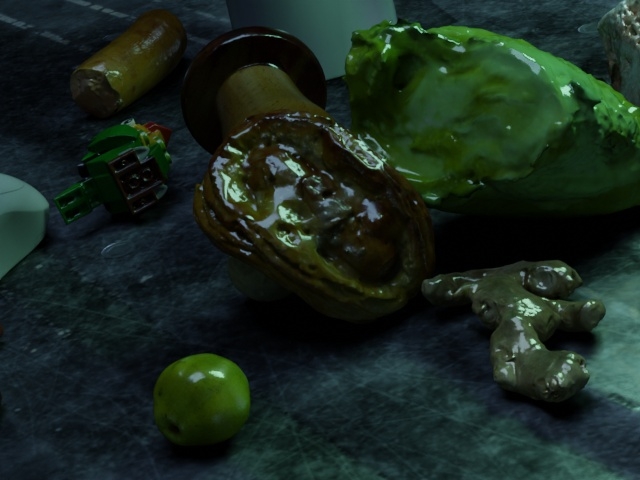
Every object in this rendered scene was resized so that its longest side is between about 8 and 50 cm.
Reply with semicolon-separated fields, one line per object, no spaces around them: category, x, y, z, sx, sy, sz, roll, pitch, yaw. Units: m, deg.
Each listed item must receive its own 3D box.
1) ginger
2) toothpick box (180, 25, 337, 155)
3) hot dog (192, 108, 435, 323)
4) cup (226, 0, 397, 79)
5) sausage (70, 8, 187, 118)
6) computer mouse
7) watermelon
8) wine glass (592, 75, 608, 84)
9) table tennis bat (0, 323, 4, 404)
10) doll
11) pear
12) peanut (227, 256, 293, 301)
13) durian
ginger;0.205;0.074;1.386;0.149;0.065;0.258;-16;24;-12
toothpick box;-0.067;-0.145;1.816;0.192;0.192;0.294;-16;31;-6
hot dog;-0.005;-0.027;1.490;0.259;0.114;0.175;32;75;15
cup;-0.033;-0.432;2.182;0.253;0.371;0.253;-10;34;6
sausage;-0.288;-0.286;2.293;0.109;0.109;0.270;-1;29;24
computer mouse;-0.457;-0.001;1.779;0.184;0.121;0.297;6;31;32
watermelon;0.442;-0.204;1.672;0.310;0.232;0.193;-57;12;-31
wine glass;0.248;-0.162;1.795;0.222;0.103;0.103;13;36;43
table tennis bat;-0.414;0.170;1.505;0.200;0.038;0.310;-3;28;20
doll;-0.257;-0.096;1.889;0.134;0.106;0.186;-19;24;14
pear;-0.110;0.145;1.361;0.092;0.092;0.097;2;30;28
peanut;0.000;0.000;1.592;0.214;0.098;0.090;-22;12;-6
durian;0.205;-0.111;1.559;0.340;0.204;0.256;17;2;-44
